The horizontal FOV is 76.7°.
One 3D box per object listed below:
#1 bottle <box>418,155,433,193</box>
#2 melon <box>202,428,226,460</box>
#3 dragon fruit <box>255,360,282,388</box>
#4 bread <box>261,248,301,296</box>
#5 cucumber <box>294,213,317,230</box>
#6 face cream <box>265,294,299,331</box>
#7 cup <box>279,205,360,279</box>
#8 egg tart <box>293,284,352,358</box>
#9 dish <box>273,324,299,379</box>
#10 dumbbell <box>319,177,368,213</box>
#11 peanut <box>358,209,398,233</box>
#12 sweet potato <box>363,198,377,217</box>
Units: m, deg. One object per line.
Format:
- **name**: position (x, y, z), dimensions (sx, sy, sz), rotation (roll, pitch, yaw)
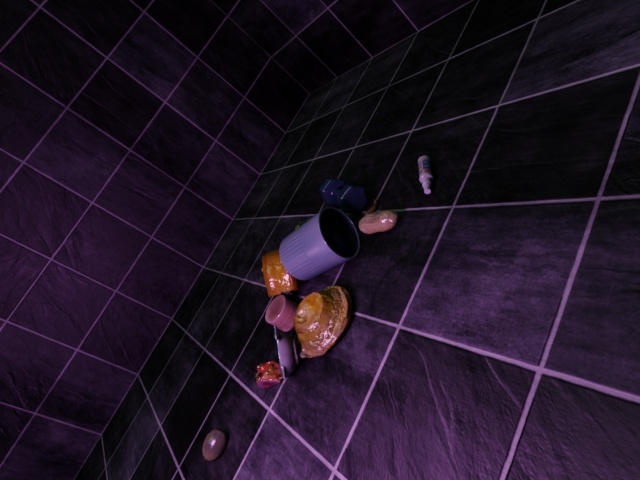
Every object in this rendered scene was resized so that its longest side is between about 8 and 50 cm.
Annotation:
- **bottle**: position (0.449, -0.278, 1.728), dimensions (0.060, 0.060, 0.217), rotation (-32, 34, 37)
- **melon**: position (-0.469, 0.902, 1.788), dimensions (0.098, 0.098, 0.131), rotation (3, 60, 59)
- **dragon fruit**: position (-0.240, 0.586, 1.788), dimensions (0.147, 0.096, 0.102), rotation (-37, 28, 26)
- **bread**: position (-0.207, 0.133, 2.078), dimensions (0.194, 0.179, 0.340), rotation (-18, 20, 2)
- **cucumber**: position (-0.016, -0.082, 2.179), dimensions (0.244, 0.134, 0.134), rotation (-31, 35, 32)
- **face cream**: position (-0.181, 0.352, 1.954), dimensions (0.149, 0.104, 0.149), rotation (-38, 31, 28)
- **cup**: position (-0.015, -0.004, 1.918), dimensions (0.311, 0.256, 0.332), rotation (-32, 49, 39)
- **egg tart**: position (-0.009, 0.323, 1.696), dimensions (0.341, 0.129, 0.341), rotation (-36, 33, 29)
- **dish**: position (-0.138, 0.463, 1.701), dimensions (0.078, 0.246, 0.224), rotation (-10, 32, -4)
- **dumbbell**: position (0.117, -0.237, 2.118), dimensions (0.160, 0.144, 0.325), rotation (-52, 26, 0)
- **peanut**: position (0.257, -0.082, 1.779), dimensions (0.098, 0.090, 0.214), rotation (-35, 16, -33)
- **sweet potato**: position (0.240, -0.137, 1.924), dimensions (0.041, 0.038, 0.153), rotation (16, 69, 38)
